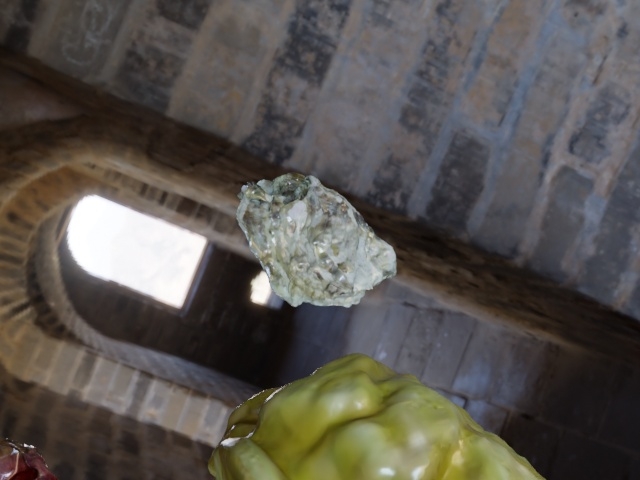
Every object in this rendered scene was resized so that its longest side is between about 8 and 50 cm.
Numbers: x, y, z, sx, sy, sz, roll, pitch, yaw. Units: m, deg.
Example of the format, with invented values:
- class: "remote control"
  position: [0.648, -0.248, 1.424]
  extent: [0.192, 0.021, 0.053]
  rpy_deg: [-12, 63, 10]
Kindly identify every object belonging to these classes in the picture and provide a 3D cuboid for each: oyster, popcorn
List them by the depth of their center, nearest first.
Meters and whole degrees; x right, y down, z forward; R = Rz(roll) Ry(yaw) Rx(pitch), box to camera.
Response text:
- class: "oyster"
  position: [0.000, 0.001, 0.440]
  extent: [0.037, 0.098, 0.100]
  rpy_deg: [-33, 11, 27]
- class: "popcorn"
  position: [0.058, 0.222, 0.647]
  extent: [0.334, 0.294, 0.292]
  rpy_deg: [127, 130, -60]

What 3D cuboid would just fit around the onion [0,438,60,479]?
- class: "onion"
  position: [-0.157, 0.216, 0.497]
  extent: [0.195, 0.218, 0.140]
  rpy_deg: [-26, -5, -17]
